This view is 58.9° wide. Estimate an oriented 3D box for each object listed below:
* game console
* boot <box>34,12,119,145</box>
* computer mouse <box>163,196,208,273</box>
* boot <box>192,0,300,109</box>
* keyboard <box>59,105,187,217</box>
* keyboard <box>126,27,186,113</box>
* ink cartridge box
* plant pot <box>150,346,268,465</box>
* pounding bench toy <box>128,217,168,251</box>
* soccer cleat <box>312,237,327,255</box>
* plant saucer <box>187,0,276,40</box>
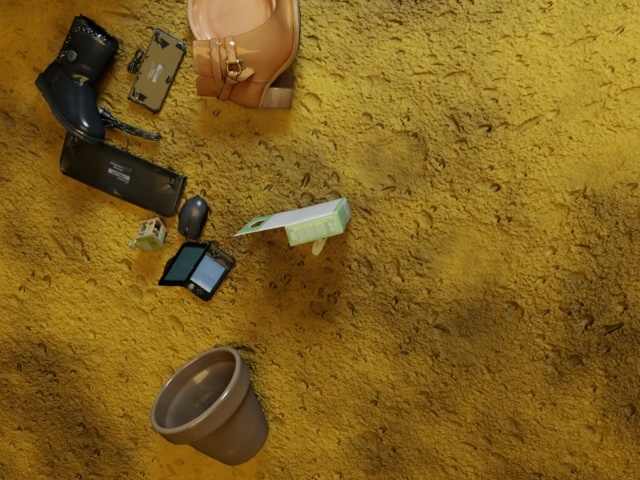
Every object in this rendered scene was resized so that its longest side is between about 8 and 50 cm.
[{"bbox_3d":[-0.304,0.079,1.398,0.124,0.085,0.144,36,108,-1],"label":"game console"},{"bbox_3d":[-0.528,-0.367,1.286,0.207,0.094,0.246,-47,72,19],"label":"boot"},{"bbox_3d":[-0.341,0.001,1.406,0.071,0.041,0.242,24,108,1],"label":"computer mouse"},{"bbox_3d":[-0.155,-0.412,1.193,0.220,0.109,0.283,7,136,-5],"label":"boot"},{"bbox_3d":[-0.474,-0.199,1.379,0.317,0.033,0.201,23,108,1],"label":"keyboard"},{"bbox_3d":[-0.392,-0.397,1.317,0.108,0.023,0.180,28,107,-6],"label":"keyboard"},{"bbox_3d":[-0.057,-0.034,1.283,0.235,0.171,0.056,-14,103,13],"label":"ink cartridge box"},{"bbox_3d":[-0.252,0.439,1.421,0.263,0.263,0.229,-25,116,15],"label":"plant pot"},{"bbox_3d":[-0.430,-0.014,1.400,0.083,0.065,0.052,-12,135,12],"label":"pounding bench toy"},{"bbox_3d":[0.000,0.000,1.354,0.029,0.035,0.083,27,107,1],"label":"soccer cleat"},{"bbox_3d":[-0.191,-0.501,1.248,0.200,0.037,0.200,3,106,9],"label":"plant saucer"}]
